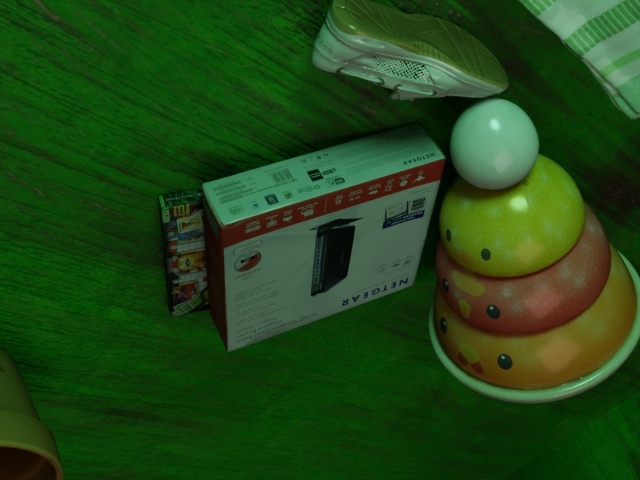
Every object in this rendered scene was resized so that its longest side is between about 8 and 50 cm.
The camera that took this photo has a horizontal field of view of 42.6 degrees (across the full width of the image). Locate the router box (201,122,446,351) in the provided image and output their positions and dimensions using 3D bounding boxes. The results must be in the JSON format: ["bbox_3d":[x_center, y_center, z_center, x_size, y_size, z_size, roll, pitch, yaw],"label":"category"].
[{"bbox_3d":[0.000,0.000,1.213,0.335,0.082,0.301,-19,144,-18],"label":"router box"}]

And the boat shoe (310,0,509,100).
[{"bbox_3d":[0.110,-0.221,1.020,0.277,0.098,0.096,11,138,-31],"label":"boat shoe"}]

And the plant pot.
[{"bbox_3d":[-0.540,0.286,1.208,0.290,0.204,0.291,-14,143,-11],"label":"plant pot"}]

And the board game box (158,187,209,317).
[{"bbox_3d":[-0.165,0.018,1.222,0.136,0.030,0.260,-14,143,-17],"label":"board game box"}]

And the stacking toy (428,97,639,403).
[{"bbox_3d":[0.280,-0.018,1.223,0.350,0.351,0.480,-25,131,3],"label":"stacking toy"}]

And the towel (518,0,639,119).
[{"bbox_3d":[0.363,-0.290,0.934,0.324,0.038,0.247,37,141,-22],"label":"towel"}]
